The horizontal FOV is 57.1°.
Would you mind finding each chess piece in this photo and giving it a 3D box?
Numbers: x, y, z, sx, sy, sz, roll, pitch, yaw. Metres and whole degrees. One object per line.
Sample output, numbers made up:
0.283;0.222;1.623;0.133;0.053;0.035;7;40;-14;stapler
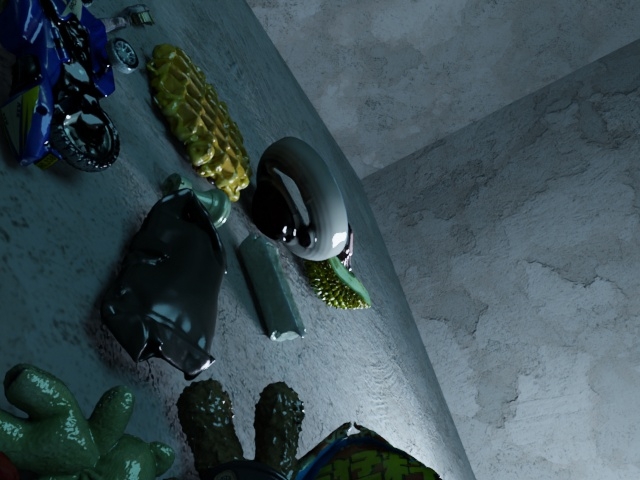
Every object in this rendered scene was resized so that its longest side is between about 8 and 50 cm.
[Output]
-0.193;-0.064;0.907;0.103;0.067;0.067;34;31;-52;chess piece

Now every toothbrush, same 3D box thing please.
-0.337;-0.353;0.955;0.413;0.035;0.042;-89;153;-66;toothbrush

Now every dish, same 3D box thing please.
-0.076;-0.065;1.220;0.273;0.134;0.273;39;-36;37;dish

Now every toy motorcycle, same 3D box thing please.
-0.304;-0.219;0.651;0.169;0.113;0.315;16;56;-60;toy motorcycle

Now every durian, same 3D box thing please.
0.014;0.091;1.396;0.220;0.095;0.137;56;-29;-6;durian

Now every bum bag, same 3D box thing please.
-0.175;0.048;0.716;0.142;0.080;0.326;50;20;-25;bum bag

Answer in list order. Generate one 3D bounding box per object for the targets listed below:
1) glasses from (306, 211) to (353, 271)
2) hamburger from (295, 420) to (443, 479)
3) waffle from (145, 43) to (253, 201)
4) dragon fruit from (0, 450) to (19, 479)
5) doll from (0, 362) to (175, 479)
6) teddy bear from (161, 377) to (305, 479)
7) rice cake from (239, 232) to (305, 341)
0.005;0.004;1.507;0.255;0.095;0.162;-124;-151;-45;glasses
0.038;0.356;0.650;0.276;0.261;0.150;-56;142;-44;hamburger
-0.226;-0.235;1.123;0.329;0.062;0.329;59;13;-24;waffle
-0.164;0.155;0.164;0.286;0.228;0.329;44;25;-54;dragon fruit
-0.187;0.155;0.438;0.115;0.078;0.150;-49;115;-28;doll
-0.069;0.252;0.585;0.251;0.182;0.129;-101;-171;-64;teddy bear
-0.084;0.086;1.041;0.069;0.063;0.206;45;22;-73;rice cake
